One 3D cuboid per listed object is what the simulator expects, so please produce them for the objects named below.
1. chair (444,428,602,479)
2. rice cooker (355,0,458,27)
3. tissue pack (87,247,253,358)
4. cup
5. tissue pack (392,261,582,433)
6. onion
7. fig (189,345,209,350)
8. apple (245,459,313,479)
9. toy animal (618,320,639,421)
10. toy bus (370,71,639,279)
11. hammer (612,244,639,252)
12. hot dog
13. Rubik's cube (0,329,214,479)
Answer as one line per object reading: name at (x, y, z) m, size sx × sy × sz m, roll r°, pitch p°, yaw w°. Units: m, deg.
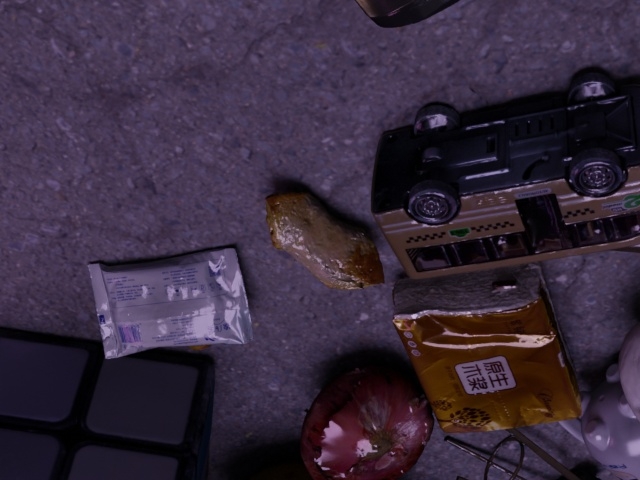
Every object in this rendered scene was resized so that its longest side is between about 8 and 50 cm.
chair at (0.276, 0.323, 1.602) m, size 0.222 × 0.095 × 0.104 m, roll 27°, pitch 142°, yaw -18°
rice cooker at (0.093, -0.262, 1.064) m, size 0.106 × 0.112 × 0.165 m, roll 40°, pitch 125°, yaw -20°
tissue pack at (-0.181, 0.077, 1.445) m, size 0.193 × 0.026 × 0.122 m, roll -7°, pitch 102°, yaw 12°
cup at (0.387, 0.224, 1.493) m, size 0.142 × 0.173 × 0.134 m, roll 36°, pitch 96°, yaw -22°
tissue pack at (0.201, 0.128, 1.434) m, size 0.183 × 0.092 × 0.226 m, roll -12°, pitch 133°, yaw 17°
onion at (0.048, 0.233, 1.531) m, size 0.184 × 0.147 × 0.183 m, roll -17°, pitch 123°, yaw -28°
fig at (-0.140, 0.101, 1.485) m, size 0.083 × 0.050 × 0.050 m, roll -43°, pitch 118°, yaw 12°
apple at (-0.013, 0.448, 1.643) m, size 0.319 × 0.277 × 0.319 m, roll -3°, pitch 137°, yaw -3°
toy animal at (0.464, 0.147, 1.320) m, size 0.265 × 0.271 × 0.206 m, roll -8°, pitch 128°, yaw 32°
toy bus at (0.207, -0.056, 1.226) m, size 0.290 × 0.139 × 0.157 m, roll -11°, pitch 135°, yaw 18°
hammer at (0.309, -0.005, 1.336) m, size 0.297 × 0.027 × 0.125 m, roll 8°, pitch 136°, yaw -1°
hot dog at (-0.001, 0.001, 1.355) m, size 0.169 × 0.078 × 0.061 m, roll 39°, pitch 158°, yaw -13°
Rubik's cube at (-0.316, 0.341, 1.545) m, size 0.314 × 0.316 × 0.318 m, roll 8°, pitch 132°, yaw 0°
